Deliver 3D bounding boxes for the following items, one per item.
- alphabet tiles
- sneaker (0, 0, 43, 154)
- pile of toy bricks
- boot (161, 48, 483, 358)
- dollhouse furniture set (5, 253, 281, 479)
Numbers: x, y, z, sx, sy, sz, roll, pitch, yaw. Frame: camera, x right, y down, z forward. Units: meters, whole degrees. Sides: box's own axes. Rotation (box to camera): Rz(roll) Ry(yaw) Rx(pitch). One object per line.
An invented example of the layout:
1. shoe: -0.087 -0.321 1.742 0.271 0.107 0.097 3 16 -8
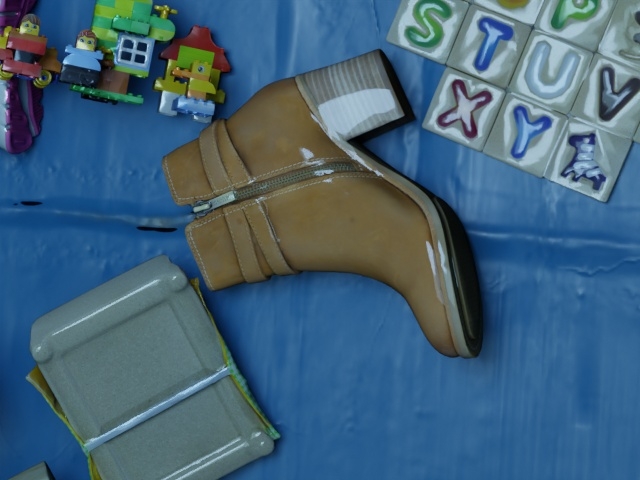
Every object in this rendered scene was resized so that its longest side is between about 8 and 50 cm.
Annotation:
1. alphabet tiles: 0.225 -0.220 1.535 0.285 0.011 0.342 24 97 13
2. sneaker: -0.314 -0.202 1.627 0.111 0.103 0.252 1 91 13
3. pile of toy bricks: -0.172 -0.172 1.553 0.212 0.118 0.105 11 87 -14
4. boot: 0.000 0.000 1.546 0.220 0.109 0.283 -25 83 12
5. dollhouse furniture set: -0.217 0.148 1.632 0.301 0.151 0.197 -27 106 -4
